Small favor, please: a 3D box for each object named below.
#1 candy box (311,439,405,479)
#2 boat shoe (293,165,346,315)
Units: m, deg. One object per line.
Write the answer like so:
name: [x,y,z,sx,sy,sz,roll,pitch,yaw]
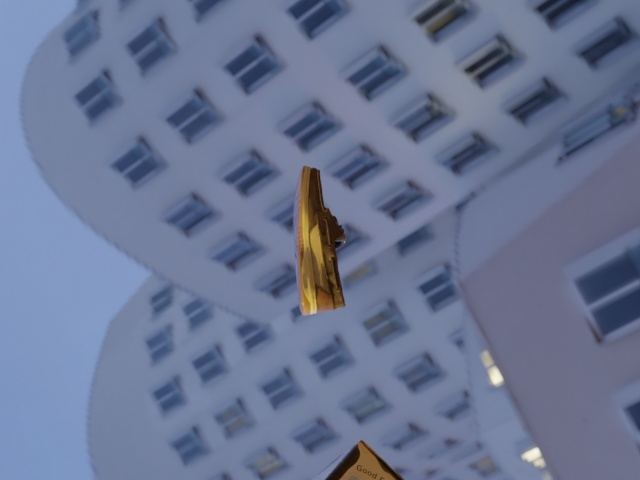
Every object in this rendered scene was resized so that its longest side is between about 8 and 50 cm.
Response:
candy box: [-0.051,0.225,0.670,0.071,0.159,0.233,44,-122,4]
boat shoe: [0.000,0.000,1.252,0.049,0.056,0.152,1,-109,-7]
